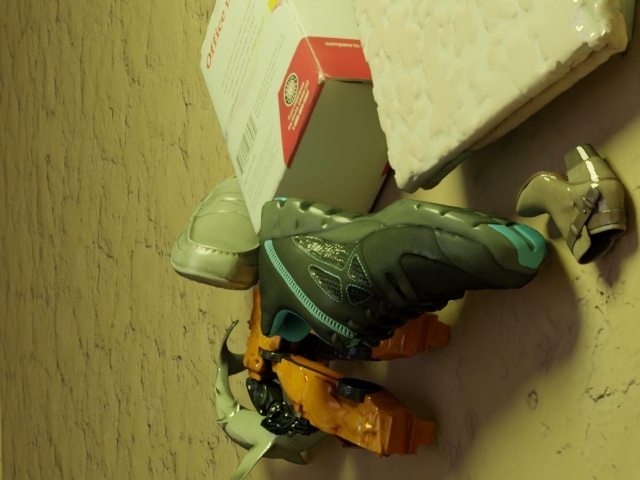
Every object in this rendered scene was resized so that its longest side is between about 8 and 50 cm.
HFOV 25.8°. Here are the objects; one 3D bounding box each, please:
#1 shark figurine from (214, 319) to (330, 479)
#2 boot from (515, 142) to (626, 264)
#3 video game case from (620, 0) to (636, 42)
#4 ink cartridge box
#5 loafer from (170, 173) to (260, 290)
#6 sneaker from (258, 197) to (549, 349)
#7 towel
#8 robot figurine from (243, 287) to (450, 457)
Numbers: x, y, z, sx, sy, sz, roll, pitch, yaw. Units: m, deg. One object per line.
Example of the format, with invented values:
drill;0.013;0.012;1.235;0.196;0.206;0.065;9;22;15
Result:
shark figurine;-0.063;0.216;1.647;0.166;0.116;0.278;-54;33;-8
boot;0.205;-0.020;1.144;0.118;0.042;0.087;128;136;-52
video game case;0.204;-0.266;1.189;0.212;0.023;0.193;-162;76;-64
ink cartridge box;-0.021;-0.182;1.544;0.306;0.131;0.226;-109;32;-42
loafer;-0.105;-0.019;1.634;0.319;0.112;0.111;-84;10;-77
sneaker;0.068;0.036;1.276;0.341;0.125;0.139;0;80;51
towel;0.128;-0.247;1.234;0.317;0.053;0.332;-40;58;54
robot figurine;0.013;0.117;1.457;0.291;0.085;0.211;18;101;57
